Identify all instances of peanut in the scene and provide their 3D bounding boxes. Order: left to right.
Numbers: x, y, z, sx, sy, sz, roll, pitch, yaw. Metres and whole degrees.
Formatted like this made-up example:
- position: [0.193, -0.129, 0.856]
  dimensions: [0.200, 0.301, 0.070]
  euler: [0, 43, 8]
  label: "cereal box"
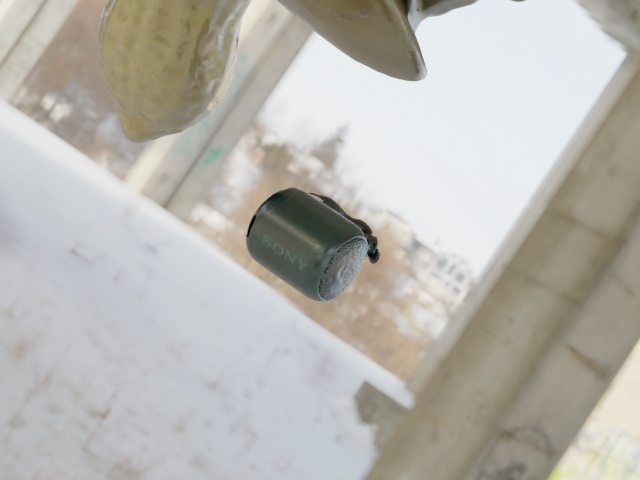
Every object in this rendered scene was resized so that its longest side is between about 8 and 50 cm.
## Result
- position: [-0.097, -0.181, 1.076]
  dimensions: [0.123, 0.123, 0.256]
  euler: [33, -44, 14]
  label: "peanut"

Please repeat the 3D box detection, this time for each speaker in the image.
- position: [0.002, -0.005, 1.025]
  dimensions: [0.075, 0.094, 0.060]
  euler: [34, -44, 25]
  label: "speaker"

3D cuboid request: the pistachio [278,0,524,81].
- position: [-0.005, -0.157, 0.470]
  dimensions: [0.226, 0.136, 0.136]
  euler: [61, 2, 11]
  label: "pistachio"
